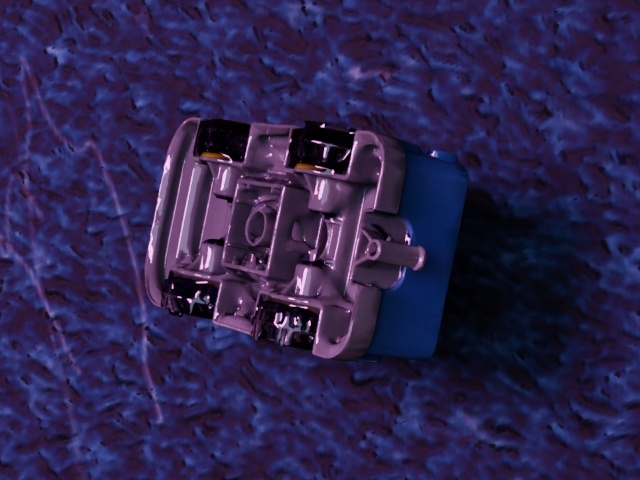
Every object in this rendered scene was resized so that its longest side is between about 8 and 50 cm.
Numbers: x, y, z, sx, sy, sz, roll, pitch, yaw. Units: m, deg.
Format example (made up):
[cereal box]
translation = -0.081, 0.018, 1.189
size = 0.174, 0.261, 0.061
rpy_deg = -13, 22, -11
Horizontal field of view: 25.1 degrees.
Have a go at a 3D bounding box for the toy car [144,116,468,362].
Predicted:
[toy car]
translation = 0.000, 0.000, 0.664
size = 0.191, 0.100, 0.097
rpy_deg = 11, 89, 54
